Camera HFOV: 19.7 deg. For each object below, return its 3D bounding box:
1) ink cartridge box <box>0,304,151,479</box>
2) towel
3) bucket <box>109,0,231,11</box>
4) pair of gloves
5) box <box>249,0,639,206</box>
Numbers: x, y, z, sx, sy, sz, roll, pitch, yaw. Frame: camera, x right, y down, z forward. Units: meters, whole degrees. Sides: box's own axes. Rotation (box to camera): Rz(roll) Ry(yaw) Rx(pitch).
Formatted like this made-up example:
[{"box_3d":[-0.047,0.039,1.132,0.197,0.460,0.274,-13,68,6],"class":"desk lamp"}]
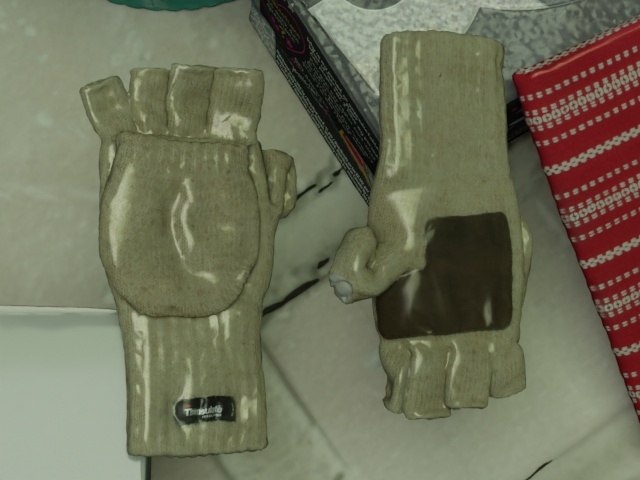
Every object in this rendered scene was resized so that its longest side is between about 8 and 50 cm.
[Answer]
[{"box_3d":[-0.155,0.112,0.995,0.127,0.176,0.128,1,78,-5],"class":"ink cartridge box"},{"box_3d":[0.238,-0.015,1.046,0.199,0.031,0.275,-26,112,-7],"class":"towel"},{"box_3d":[-0.093,-0.276,1.075,0.281,0.183,0.281,1,78,-3],"class":"bucket"},{"box_3d":[0.000,0.000,0.950,0.240,0.042,0.204,-8,91,-21],"class":"pair of gloves"},{"box_3d":[0.100,-0.153,1.078,0.247,0.142,0.163,-31,82,-9],"class":"box"}]
